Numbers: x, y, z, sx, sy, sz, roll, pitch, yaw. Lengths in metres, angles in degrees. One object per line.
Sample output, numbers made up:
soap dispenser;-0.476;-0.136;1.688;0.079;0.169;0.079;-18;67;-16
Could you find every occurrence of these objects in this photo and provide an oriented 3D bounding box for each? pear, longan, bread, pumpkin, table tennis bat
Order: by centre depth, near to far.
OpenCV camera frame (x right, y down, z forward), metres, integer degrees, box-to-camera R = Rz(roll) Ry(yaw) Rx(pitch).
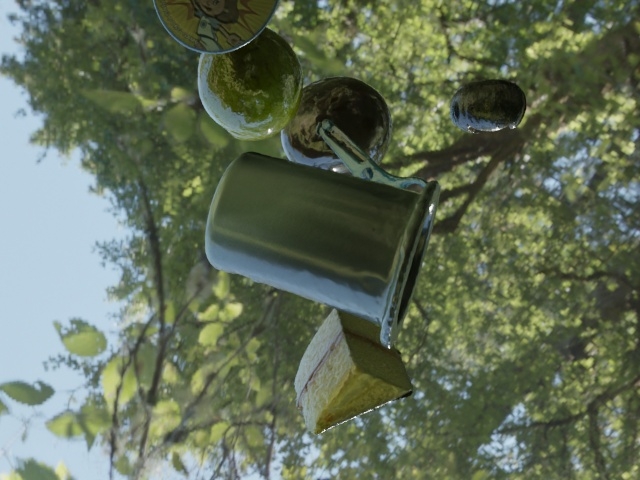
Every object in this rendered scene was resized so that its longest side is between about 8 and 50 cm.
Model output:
table tennis bat;-0.150;-0.458;1.327;0.215;0.329;0.044;27;-157;-4
bread;0.048;0.252;1.481;0.135;0.178;0.240;30;-166;-17
pear;-0.136;-0.309;1.609;0.213;0.269;0.212;-1;-127;2
pumpkin;0.359;-0.302;1.858;0.108;0.184;0.118;10;-98;-39
longan;0.039;-0.279;2.090;0.298;0.297;0.297;9;-131;-10

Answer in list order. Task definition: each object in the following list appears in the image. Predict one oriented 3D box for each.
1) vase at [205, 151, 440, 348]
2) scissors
vase;0.000;0.000;1.174;0.291;0.245;0.245;15;-133;12
scissors;0.108;-0.132;1.795;0.032;0.180;0.393;8;-143;-53
